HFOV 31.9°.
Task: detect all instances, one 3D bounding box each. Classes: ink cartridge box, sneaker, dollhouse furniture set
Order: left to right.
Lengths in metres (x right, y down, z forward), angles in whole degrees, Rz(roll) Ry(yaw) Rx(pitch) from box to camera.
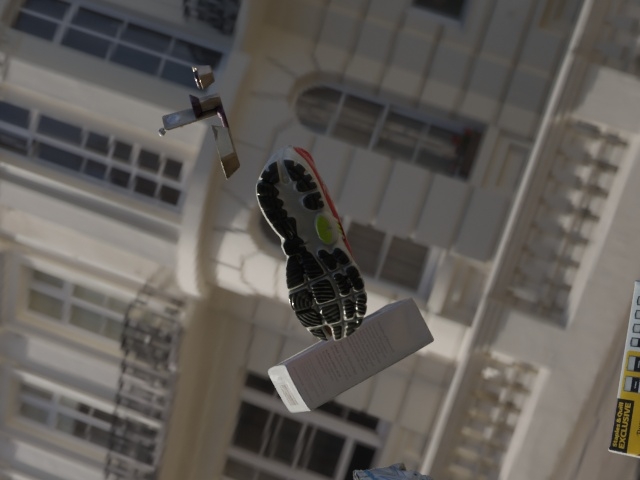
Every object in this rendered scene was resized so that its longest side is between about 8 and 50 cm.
[{"bbox_3d":[-0.144,-0.124,1.266,0.091,0.081,0.114,76,177,-47],"label":"dollhouse furniture set"},{"bbox_3d":[0.000,0.000,1.510,0.118,0.107,0.279,-70,-34,-66],"label":"sneaker"},{"bbox_3d":[0.107,0.308,1.309,0.191,0.083,0.071,-138,32,-62],"label":"sneaker"},{"bbox_3d":[0.616,0.235,1.961,0.130,0.272,0.309,18,-100,-40],"label":"ink cartridge box"}]

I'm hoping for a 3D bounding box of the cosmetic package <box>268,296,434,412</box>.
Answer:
[{"bbox_3d":[0.046,0.176,1.726,0.231,0.085,0.117,-28,-1,-20],"label":"cosmetic package"}]
